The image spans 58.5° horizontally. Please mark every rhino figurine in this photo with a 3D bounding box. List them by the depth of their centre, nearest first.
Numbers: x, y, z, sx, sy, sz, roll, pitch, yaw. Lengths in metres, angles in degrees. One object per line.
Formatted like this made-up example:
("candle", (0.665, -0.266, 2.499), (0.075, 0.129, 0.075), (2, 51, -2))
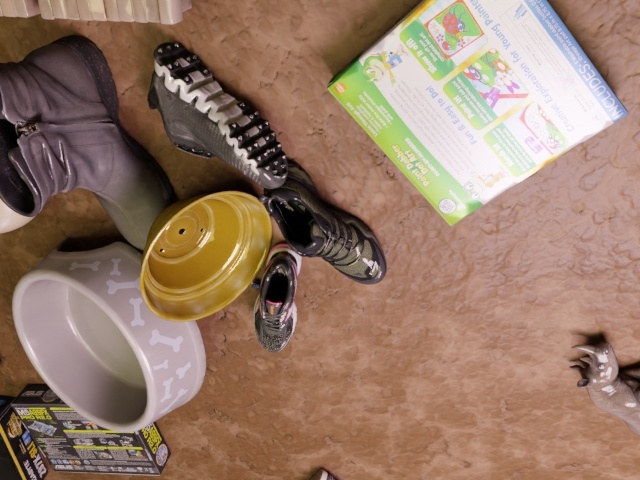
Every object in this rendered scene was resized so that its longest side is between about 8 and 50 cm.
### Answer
("rhino figurine", (0.471, 0.230, 0.864), (0.243, 0.073, 0.106), (35, 120, -8))

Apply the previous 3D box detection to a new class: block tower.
("block tower", (-0.318, -0.320, 0.685), (0.336, 0.097, 0.090), (7, 123, 11))

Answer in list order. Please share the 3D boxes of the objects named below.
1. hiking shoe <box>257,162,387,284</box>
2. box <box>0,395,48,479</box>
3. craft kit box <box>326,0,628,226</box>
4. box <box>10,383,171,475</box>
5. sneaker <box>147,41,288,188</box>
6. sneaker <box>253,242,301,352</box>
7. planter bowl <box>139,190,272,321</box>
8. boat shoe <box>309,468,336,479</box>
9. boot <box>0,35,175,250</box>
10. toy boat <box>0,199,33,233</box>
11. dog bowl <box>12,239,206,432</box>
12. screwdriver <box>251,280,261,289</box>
("hiking shoe", (0.000, 0.000, 0.800), (0.227, 0.114, 0.086), (41, 122, -14))
("box", (-0.817, 0.454, 1.307), (0.322, 0.079, 0.256), (5, 121, 10))
("craft kit box", (0.180, -0.174, 0.685), (0.247, 0.061, 0.250), (-36, 108, 27))
("box", (-0.477, 0.398, 1.201), (0.270, 0.060, 0.216), (-5, 120, 16))
("sneaker", (-0.141, -0.144, 0.756), (0.234, 0.078, 0.106), (45, 132, 1))
("sneaker", (-0.072, 0.096, 0.877), (0.072, 0.077, 0.178), (5, 110, 3))
("planter bowl", (-0.183, 0.005, 0.834), (0.090, 0.217, 0.217), (38, 133, 34))
("boat shoe", (-0.020, 0.557, 1.188), (0.065, 0.075, 0.206), (30, 119, -3))
("boot", (-0.326, -0.084, 0.757), (0.118, 0.222, 0.338), (-13, 118, 20))
("toy boat", (-0.532, -0.153, 0.826), (0.268, 0.148, 0.318), (3, 130, 17))
("dog bowl", (-0.359, 0.163, 0.941), (0.349, 0.102, 0.348), (14, 121, 25))
("screwdriver", (-0.122, 0.065, 0.924), (0.170, 0.025, 0.024), (23, 124, -5))
